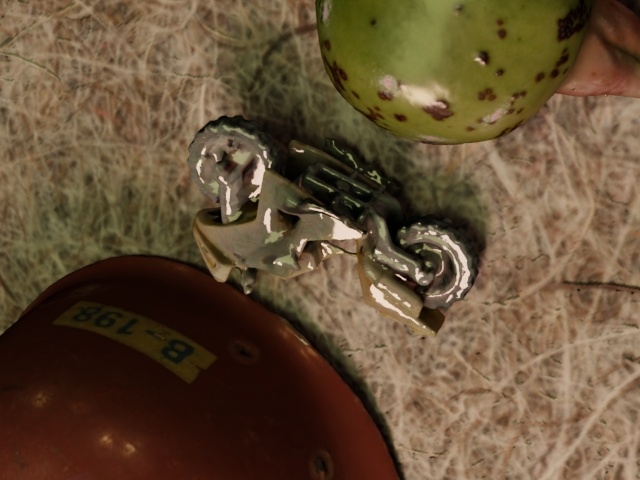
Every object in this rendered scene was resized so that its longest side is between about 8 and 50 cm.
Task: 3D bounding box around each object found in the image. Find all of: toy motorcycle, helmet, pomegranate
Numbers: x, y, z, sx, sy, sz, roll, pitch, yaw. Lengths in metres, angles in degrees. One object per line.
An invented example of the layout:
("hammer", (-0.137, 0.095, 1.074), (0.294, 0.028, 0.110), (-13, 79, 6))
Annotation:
("toy motorcycle", (0.000, 0.000, 1.433), (0.229, 0.094, 0.129), (27, 120, 6))
("helmet", (-0.157, 0.207, 1.490), (0.385, 0.230, 0.337), (22, 113, 23))
("pomegranate", (0.122, -0.153, 1.274), (0.248, 0.214, 0.214), (20, 117, -15))
